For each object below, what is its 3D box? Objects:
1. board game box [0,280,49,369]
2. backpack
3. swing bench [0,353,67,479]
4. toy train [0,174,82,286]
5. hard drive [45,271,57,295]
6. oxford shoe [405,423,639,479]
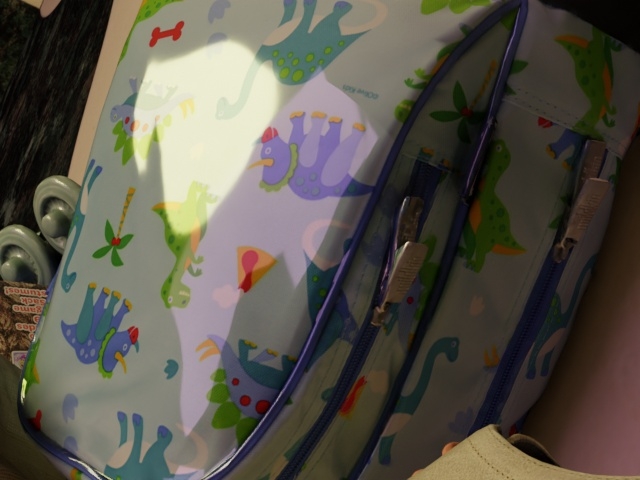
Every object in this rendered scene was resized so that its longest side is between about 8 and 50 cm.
[{"bbox_3d":[-0.216,0.217,0.937,0.232,0.141,0.291,-52,45,35],"label":"board game box"},{"bbox_3d":[0.000,0.000,0.622,0.290,0.273,0.356,22,106,39],"label":"backpack"},{"bbox_3d":[-0.214,0.176,0.650,0.255,0.165,0.253,-67,-22,-17],"label":"swing bench"},{"bbox_3d":[-0.205,0.048,1.109,0.334,0.190,0.142,-39,-1,41],"label":"toy train"},{"bbox_3d":[-0.065,-0.083,0.910,0.210,0.040,0.319,1,57,45],"label":"hard drive"},{"bbox_3d":[0.048,0.153,0.453,0.397,0.140,0.147,-14,51,42],"label":"oxford shoe"}]
